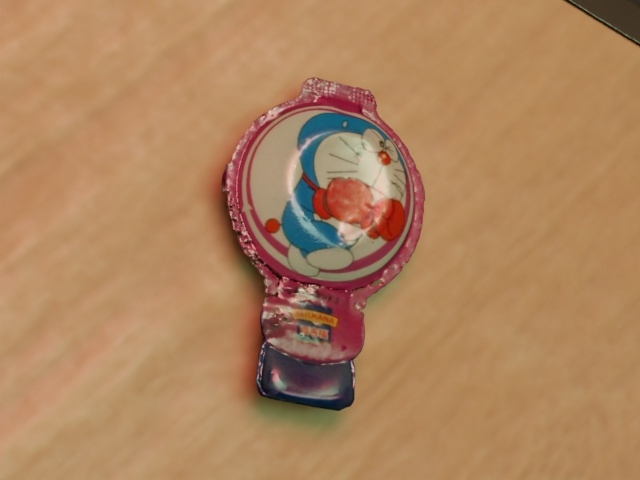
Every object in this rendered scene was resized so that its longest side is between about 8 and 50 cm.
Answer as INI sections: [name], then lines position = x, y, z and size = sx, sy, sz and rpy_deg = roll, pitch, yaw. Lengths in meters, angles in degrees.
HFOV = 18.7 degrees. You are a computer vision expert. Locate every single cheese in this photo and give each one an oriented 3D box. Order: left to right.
[cheese]
position = 0.000, 0.000, 0.836
size = 0.095, 0.038, 0.145
rpy_deg = 11, 74, -19

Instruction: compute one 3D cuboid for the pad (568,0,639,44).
[pad]
position = 0.149, -0.165, 0.946
size = 0.190, 0.004, 0.127
rpy_deg = 29, 70, -14
